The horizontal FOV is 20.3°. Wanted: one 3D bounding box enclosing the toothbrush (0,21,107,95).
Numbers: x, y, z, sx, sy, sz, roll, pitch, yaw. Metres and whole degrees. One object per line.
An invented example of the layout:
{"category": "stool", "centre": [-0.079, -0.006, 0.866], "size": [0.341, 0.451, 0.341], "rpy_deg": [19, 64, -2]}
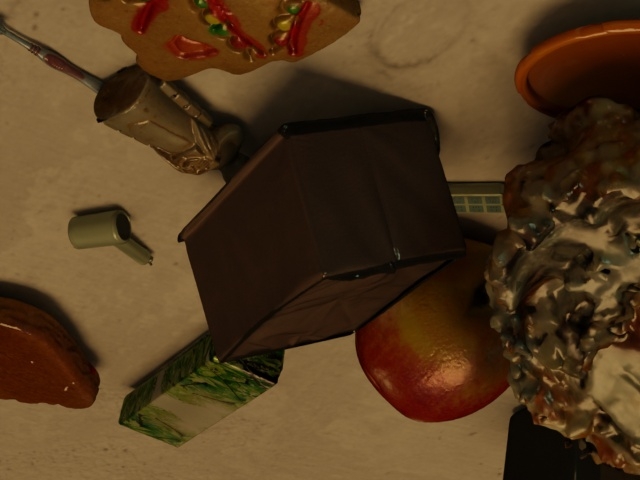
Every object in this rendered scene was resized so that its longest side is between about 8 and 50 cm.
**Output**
{"category": "toothbrush", "centre": [-0.245, -0.165, 1.677], "size": [0.193, 0.013, 0.019], "rpy_deg": [30, -177, -41]}

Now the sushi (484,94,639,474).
{"category": "sushi", "centre": [0.347, 0.056, 1.631], "size": [0.418, 0.176, 0.417], "rpy_deg": [5, 120, 8]}

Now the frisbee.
{"category": "frisbee", "centre": [0.267, -0.154, 1.581], "size": [0.192, 0.035, 0.192], "rpy_deg": [1, 157, 0]}

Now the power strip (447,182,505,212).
{"category": "power strip", "centre": [0.149, -0.043, 1.828], "size": [0.090, 0.016, 0.040], "rpy_deg": [0, 151, 10]}

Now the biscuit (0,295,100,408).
{"category": "biscuit", "centre": [-0.423, 0.129, 2.219], "size": [0.262, 0.052, 0.277], "rpy_deg": [1, 152, 18]}

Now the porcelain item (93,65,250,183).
{"category": "porcelain item", "centre": [-0.122, -0.095, 1.745], "size": [0.084, 0.054, 0.213], "rpy_deg": [-21, 143, 34]}

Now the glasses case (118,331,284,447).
{"category": "glasses case", "centre": [-0.152, 0.182, 2.253], "size": [0.095, 0.062, 0.272], "rpy_deg": [26, 146, -22]}

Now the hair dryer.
{"category": "hair dryer", "centre": [-0.221, 0.003, 1.973], "size": [0.063, 0.038, 0.124], "rpy_deg": [-6, 156, 25]}

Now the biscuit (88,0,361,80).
{"category": "biscuit", "centre": [-0.084, -0.198, 1.565], "size": [0.239, 0.041, 0.212], "rpy_deg": [4, 150, 5]}

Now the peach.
{"category": "peach", "centre": [0.129, 0.094, 1.905], "size": [0.190, 0.190, 0.192], "rpy_deg": [22, 142, -28]}

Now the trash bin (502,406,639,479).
{"category": "trash bin", "centre": [0.326, 0.353, 2.236], "size": [0.209, 0.290, 0.182], "rpy_deg": [23, 147, -27]}

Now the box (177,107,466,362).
{"category": "box", "centre": [0.000, 0.000, 1.733], "size": [0.188, 0.153, 0.252], "rpy_deg": [-9, 162, -34]}
